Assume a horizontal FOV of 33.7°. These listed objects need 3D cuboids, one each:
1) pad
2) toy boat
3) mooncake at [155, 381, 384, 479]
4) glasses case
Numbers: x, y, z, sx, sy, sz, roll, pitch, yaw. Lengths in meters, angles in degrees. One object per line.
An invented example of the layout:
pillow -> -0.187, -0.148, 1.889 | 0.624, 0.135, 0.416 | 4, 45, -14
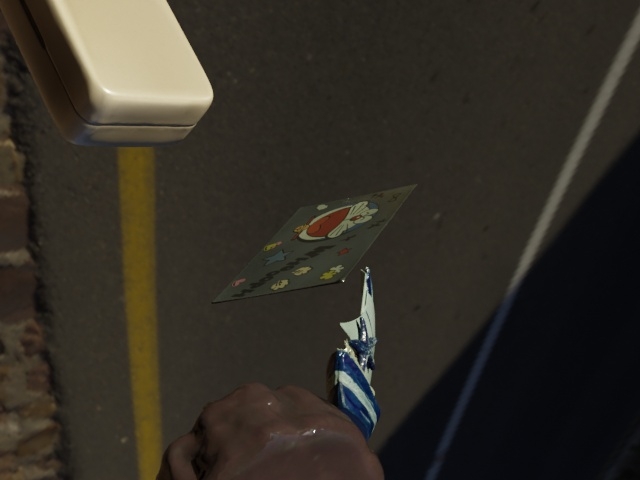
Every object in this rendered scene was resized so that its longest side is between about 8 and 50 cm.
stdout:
pad -> 0.000, 0.000, 1.194 | 0.170, 0.006, 0.245 | -10, -158, 29
toy boat -> 0.054, 0.172, 1.644 | 0.070, 0.291, 0.210 | -2, 166, 13
mooncake -> -0.067, 0.309, 1.264 | 0.283, 0.141, 0.282 | -11, 115, -26
glasses case -> -0.234, -0.242, 1.013 | 0.144, 0.336, 0.076 | -4, 149, -47
